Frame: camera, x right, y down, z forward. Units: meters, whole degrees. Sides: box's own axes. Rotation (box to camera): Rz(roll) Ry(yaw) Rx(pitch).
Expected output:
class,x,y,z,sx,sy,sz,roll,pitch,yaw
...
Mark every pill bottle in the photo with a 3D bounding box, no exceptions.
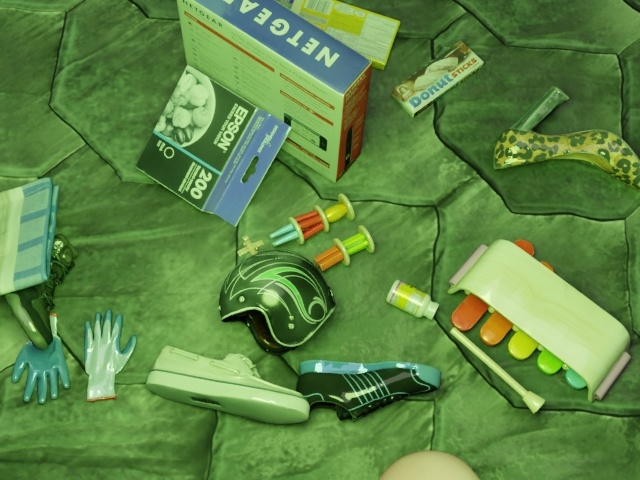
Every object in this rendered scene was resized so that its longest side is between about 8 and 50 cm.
class,x,y,z,sx,sy,sz,roll,pitch,yaw
pill bottle,0.155,0.101,1.710,0.083,0.043,0.043,27,68,8

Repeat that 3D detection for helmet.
class,x,y,z,sx,sy,sz,roll,pitch,yaw
helmet,-0.075,0.094,1.641,0.161,0.169,0.169,46,71,-1

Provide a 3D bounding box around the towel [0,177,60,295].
class,x,y,z,sx,sy,sz,roll,pitch,yaw
towel,-0.562,0.011,1.660,0.285,0.034,0.209,-14,54,13

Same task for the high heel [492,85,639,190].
class,x,y,z,sx,sy,sz,roll,pitch,yaw
high heel,0.442,-0.127,1.811,0.261,0.093,0.186,43,83,12

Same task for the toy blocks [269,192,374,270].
class,x,y,z,sx,sy,sz,roll,pitch,yaw
toy blocks,0.000,0.000,1.743,0.148,0.054,0.123,-26,69,-13

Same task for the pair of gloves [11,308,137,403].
class,x,y,z,sx,sy,sz,roll,pitch,yaw
pair of gloves,-0.399,0.187,1.662,0.198,0.023,0.159,-2,67,-2

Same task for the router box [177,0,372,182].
class,x,y,z,sx,sy,sz,roll,pitch,yaw
router box,-0.079,-0.278,1.727,0.335,0.301,0.082,34,70,11

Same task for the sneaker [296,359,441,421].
class,x,y,z,sx,sy,sz,roll,pitch,yaw
sneaker,0.077,0.243,1.630,0.232,0.081,0.090,0,69,5

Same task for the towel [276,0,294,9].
class,x,y,z,sx,sy,sz,roll,pitch,yaw
towel,-0.056,-0.474,1.972,0.060,0.009,0.083,14,66,3

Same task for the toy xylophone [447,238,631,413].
class,x,y,z,sx,sy,sz,roll,pitch,yaw
toy xylophone,0.344,0.142,1.680,0.236,0.081,0.323,-39,73,-17

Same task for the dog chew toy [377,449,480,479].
class,x,y,z,sx,sy,sz,roll,pitch,yaw
dog chew toy,0.099,0.454,1.478,0.332,0.206,0.206,-34,72,-7

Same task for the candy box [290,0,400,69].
class,x,y,z,sx,sy,sz,roll,pitch,yaw
candy box,0.039,-0.399,1.929,0.206,0.027,0.105,19,69,2

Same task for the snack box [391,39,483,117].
class,x,y,z,sx,sy,sz,roll,pitch,yaw
snack box,0.217,-0.301,1.901,0.178,0.022,0.064,-37,74,-17

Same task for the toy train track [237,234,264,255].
class,x,y,z,sx,sy,sz,roll,pitch,yaw
toy train track,-0.111,0.025,1.749,0.048,0.014,0.083,-27,71,-13

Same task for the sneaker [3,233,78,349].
class,x,y,z,sx,sy,sz,roll,pitch,yaw
sneaker,-0.451,0.067,1.664,0.130,0.087,0.227,-22,53,-10

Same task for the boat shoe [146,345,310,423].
class,x,y,z,sx,sy,sz,roll,pitch,yaw
boat shoe,-0.140,0.223,1.615,0.267,0.096,0.088,7,61,18

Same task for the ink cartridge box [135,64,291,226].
class,x,y,z,sx,sy,sz,roll,pitch,yaw
ink cartridge box,-0.187,-0.161,1.757,0.208,0.045,0.206,32,102,10
